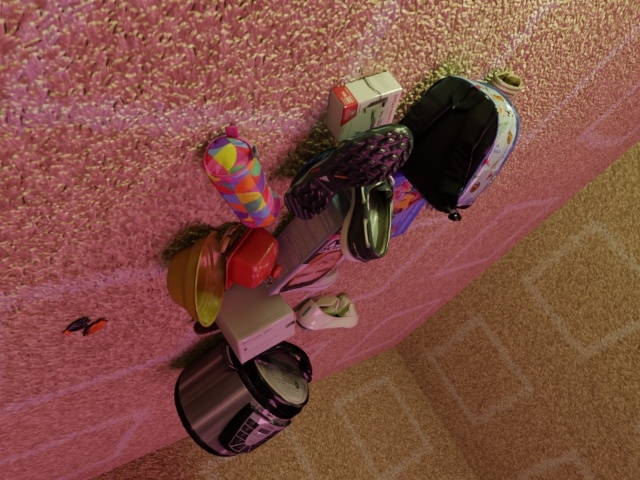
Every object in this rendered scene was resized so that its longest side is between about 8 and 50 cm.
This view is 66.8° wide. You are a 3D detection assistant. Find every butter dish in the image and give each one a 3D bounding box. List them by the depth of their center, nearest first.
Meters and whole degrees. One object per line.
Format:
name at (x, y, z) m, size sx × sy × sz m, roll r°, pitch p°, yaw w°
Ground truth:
butter dish at (-0.149, 0.051, 1.177) m, size 0.160 × 0.118 × 0.160 m, roll -59°, pitch 172°, yaw -33°

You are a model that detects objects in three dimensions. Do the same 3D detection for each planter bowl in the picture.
planter bowl at (-0.287, 0.083, 1.099) m, size 0.090 × 0.217 × 0.217 m, roll 4°, pitch 156°, yaw 6°

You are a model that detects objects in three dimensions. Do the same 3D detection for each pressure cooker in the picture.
pressure cooker at (-0.244, 0.489, 1.681) m, size 0.420 × 0.375 × 0.370 m, roll -37°, pitch -179°, yaw 11°

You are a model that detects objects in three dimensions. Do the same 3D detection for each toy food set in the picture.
toy food set at (-0.211, 0.001, 1.130) m, size 0.083 × 0.020 × 0.082 m, roll 98°, pitch 17°, yaw -63°

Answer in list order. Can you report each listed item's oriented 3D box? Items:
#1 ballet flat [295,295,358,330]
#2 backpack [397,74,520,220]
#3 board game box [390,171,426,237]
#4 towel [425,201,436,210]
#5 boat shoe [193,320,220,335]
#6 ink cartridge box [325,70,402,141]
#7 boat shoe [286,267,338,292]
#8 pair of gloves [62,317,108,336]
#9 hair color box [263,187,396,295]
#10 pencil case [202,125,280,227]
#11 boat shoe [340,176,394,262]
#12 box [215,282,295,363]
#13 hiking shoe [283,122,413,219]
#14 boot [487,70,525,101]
ballet flat at (0.059, 0.286, 1.970) m, size 0.139 × 0.139 × 0.400 m, roll -44°, pitch 154°, yaw 25°
backpack at (0.312, -0.227, 1.100) m, size 0.213 × 0.276 × 0.263 m, roll -18°, pitch 147°, yaw -41°
board game box at (0.202, -0.115, 1.389) m, size 0.233 × 0.078 × 0.347 m, roll -19°, pitch 154°, yaw -29°
towel at (0.407, -0.206, 1.387) m, size 0.282 × 0.049 × 0.187 m, roll -45°, pitch 169°, yaw -32°
boat shoe at (-0.300, 0.242, 1.495) m, size 0.190 × 0.068 × 0.072 m, roll -22°, pitch 167°, yaw -22°
ink cartridge box at (0.085, -0.267, 0.970) m, size 0.135 × 0.056 × 0.099 m, roll -24°, pitch 155°, yaw -18°
boat shoe at (-0.033, 0.096, 1.507) m, size 0.268 × 0.096 × 0.088 m, roll -1°, pitch 143°, yaw -40°
pair of gloves at (-0.561, 0.206, 1.159) m, size 0.074 × 0.010 × 0.083 m, roll -36°, pitch 154°, yaw 11°
hair color box at (0.000, 0.000, 1.266) m, size 0.185 × 0.113 × 0.374 m, roll -10°, pitch 156°, yaw -41°
pencil case at (-0.146, -0.111, 0.941) m, size 0.104 × 0.104 × 0.236 m, roll -30°, pitch 157°, yaw -6°
boat shoe at (0.120, -0.099, 1.066) m, size 0.114 × 0.302 × 0.091 m, roll 14°, pitch 166°, yaw -41°
box at (-0.195, 0.218, 1.393) m, size 0.181 × 0.182 × 0.119 m, roll -26°, pitch 141°, yaw -23°
hiking shoe at (0.048, -0.165, 1.001) m, size 0.304 × 0.132 × 0.113 m, roll -26°, pitch 124°, yaw 27°
boot at (0.465, -0.350, 1.259) m, size 0.213 × 0.077 × 0.165 m, roll -7°, pitch 144°, yaw -40°
